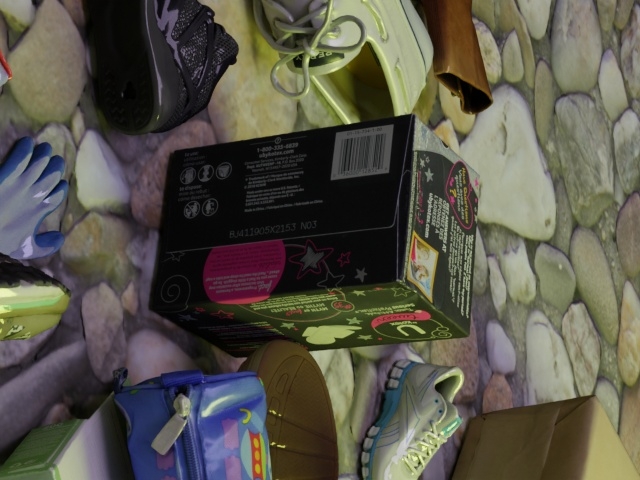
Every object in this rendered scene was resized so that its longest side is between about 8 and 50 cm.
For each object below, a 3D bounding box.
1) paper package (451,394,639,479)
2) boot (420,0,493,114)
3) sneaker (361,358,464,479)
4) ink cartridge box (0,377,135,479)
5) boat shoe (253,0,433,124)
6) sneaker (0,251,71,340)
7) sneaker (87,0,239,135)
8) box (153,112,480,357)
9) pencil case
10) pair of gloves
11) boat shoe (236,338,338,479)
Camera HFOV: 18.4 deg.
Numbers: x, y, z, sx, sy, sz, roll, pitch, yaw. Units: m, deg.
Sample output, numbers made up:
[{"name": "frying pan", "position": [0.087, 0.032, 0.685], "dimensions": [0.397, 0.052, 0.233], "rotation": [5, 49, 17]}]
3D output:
[{"name": "paper package", "position": [0.263, 0.386, 2.180], "dimensions": [0.325, 0.168, 0.309], "rotation": [58, 38, -34]}, {"name": "boot", "position": [0.107, -0.299, 2.134], "dimensions": [0.264, 0.096, 0.280], "rotation": [47, 37, -63]}, {"name": "sneaker", "position": [0.100, 0.197, 2.029], "dimensions": [0.071, 0.083, 0.191], "rotation": [55, 41, -41]}, {"name": "ink cartridge box", "position": [-0.182, 0.222, 1.570], "dimensions": [0.235, 0.056, 0.171], "rotation": [-63, 140, -75]}, {"name": "boat shoe", "position": [0.001, -0.211, 1.924], "dimensions": [0.367, 0.136, 0.156], "rotation": [57, 40, -52]}, {"name": "sneaker", "position": [-0.324, 0.088, 1.324], "dimensions": [0.410, 0.158, 0.182], "rotation": [-13, 126, -62]}, {"name": "sneaker", "position": [-0.137, -0.207, 1.716], "dimensions": [0.130, 0.087, 0.227], "rotation": [-11, 96, -62]}, {"name": "box", "position": [0.000, 0.000, 1.737], "dimensions": [0.142, 0.247, 0.163], "rotation": [38, 51, -52]}, {"name": "pencil case", "position": [-0.089, 0.244, 1.565], "dimensions": [0.133, 0.119, 0.306], "rotation": [62, 19, -76]}, {"name": "pair of gloves", "position": [-0.257, -0.059, 1.536], "dimensions": [0.198, 0.023, 0.159], "rotation": [63, 35, -29]}, {"name": "boat shoe", "position": [-0.069, 0.252, 1.702], "dimensions": [0.121, 0.110, 0.341], "rotation": [24, 66, -43]}]
